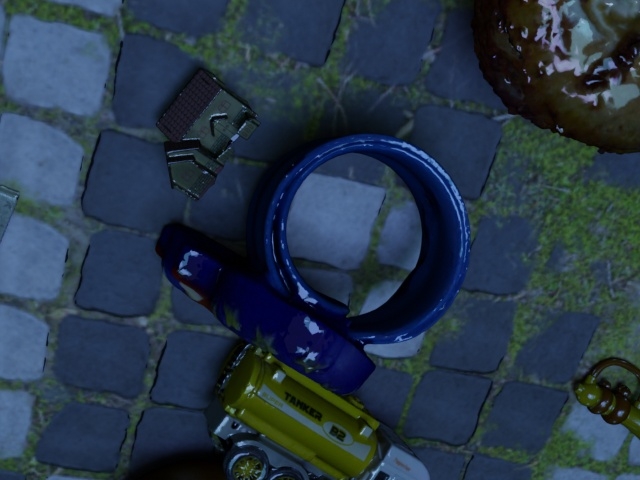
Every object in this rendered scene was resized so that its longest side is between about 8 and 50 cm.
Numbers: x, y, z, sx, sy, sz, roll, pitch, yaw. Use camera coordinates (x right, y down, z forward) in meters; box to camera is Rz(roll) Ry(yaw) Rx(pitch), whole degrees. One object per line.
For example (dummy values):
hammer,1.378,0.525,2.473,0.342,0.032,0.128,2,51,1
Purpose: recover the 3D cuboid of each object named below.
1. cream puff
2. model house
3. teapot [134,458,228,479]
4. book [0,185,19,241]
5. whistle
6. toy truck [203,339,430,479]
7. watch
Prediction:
cream puff,0.230,-0.179,0.740,0.240,0.164,0.240,-1,101,-6
model house,-0.096,-0.084,0.774,0.058,0.057,0.083,36,105,-28
teapot,-0.106,0.311,0.908,0.178,0.135,0.252,-24,115,5
book,-0.336,0.017,0.794,0.127,0.014,0.182,23,107,-20
whistle,0.303,0.161,0.973,0.109,0.046,0.057,34,118,-17
toy truck,-0.004,0.186,0.890,0.227,0.098,0.114,35,91,-22
watch,0.007,0.005,0.789,0.196,0.171,0.200,37,88,-22
